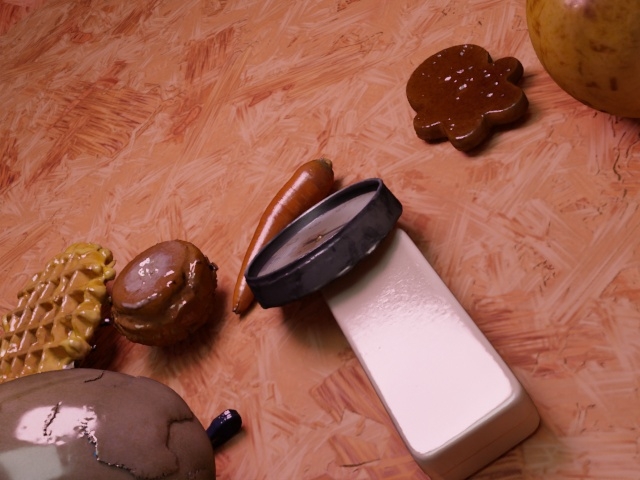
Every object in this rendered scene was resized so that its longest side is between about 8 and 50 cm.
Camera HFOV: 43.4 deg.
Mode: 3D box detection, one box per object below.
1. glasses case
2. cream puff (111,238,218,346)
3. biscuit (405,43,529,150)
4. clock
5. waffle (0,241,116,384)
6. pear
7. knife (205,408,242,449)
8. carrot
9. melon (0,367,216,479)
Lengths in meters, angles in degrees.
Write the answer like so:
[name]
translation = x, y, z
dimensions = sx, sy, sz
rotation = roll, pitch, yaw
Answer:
[glasses case]
translation = 0.108, 0.116, 0.898
dimensions = 0.131, 0.070, 0.313
rotation = -35, 39, 2
[cream puff]
translation = -0.215, 0.080, 1.130
dimensions = 0.165, 0.115, 0.150
rotation = -39, 40, -17
[biscuit]
translation = 0.208, -0.215, 1.175
dimensions = 0.179, 0.039, 0.236
rotation = -33, 39, 8
[clock]
translation = 0.000, 0.000, 1.036
dimensions = 0.226, 0.049, 0.226
rotation = -35, 13, 9
[waffle]
translation = -0.416, 0.133, 1.220
dimensions = 0.329, 0.062, 0.329
rotation = -31, 40, 31
[pear]
translation = 0.380, -0.280, 0.944
dimensions = 0.280, 0.281, 0.281
rotation = -20, 42, 19
[knife]
translation = -0.145, 0.249, 0.981
dimensions = 0.121, 0.031, 0.018
rotation = -38, 41, 0
[carrot]
translation = -0.064, -0.014, 1.166
dimensions = 0.271, 0.066, 0.062
rotation = -54, -1, -16
[melon]
translation = -0.263, 0.273, 0.864
dimensions = 0.330, 0.269, 0.269
rotation = -5, 46, 8
